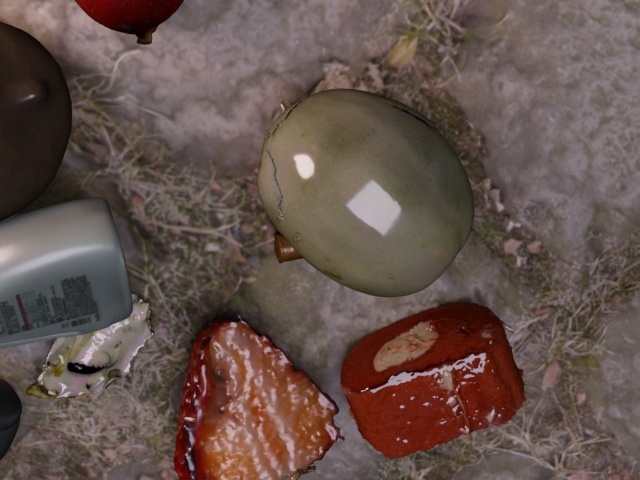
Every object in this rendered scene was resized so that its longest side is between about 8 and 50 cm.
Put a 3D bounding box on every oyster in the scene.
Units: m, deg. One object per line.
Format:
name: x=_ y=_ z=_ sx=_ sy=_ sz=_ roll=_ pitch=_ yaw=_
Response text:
oyster: x=-0.342 y=0.167 z=1.757 sx=0.133 sy=0.072 sz=0.209 roll=28 pitch=82 yaw=-9

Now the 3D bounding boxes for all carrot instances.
carrot: x=0.000 y=0.000 z=1.762 sx=0.139 sy=0.048 sz=0.048 roll=-11 pitch=109 yaw=-7

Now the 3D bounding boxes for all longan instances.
longan: x=-0.475 y=-0.156 z=1.524 sx=0.297 sy=0.297 sz=0.297 roll=-3 pitch=108 yaw=-8

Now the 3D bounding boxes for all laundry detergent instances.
laundry detergent: x=-0.465 y=0.083 z=1.584 sx=0.398 sy=0.124 sz=0.264 roll=-16 pitch=152 yaw=-13

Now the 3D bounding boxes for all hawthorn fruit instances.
hawthorn fruit: x=-0.261 y=-0.355 z=1.553 sx=0.169 sy=0.169 sz=0.188 roll=-6 pitch=120 yaw=-7

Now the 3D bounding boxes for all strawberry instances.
strawberry: x=-0.139 y=0.276 z=1.782 sx=0.253 sy=0.150 sz=0.280 roll=-47 pitch=107 yaw=-14

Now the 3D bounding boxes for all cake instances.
cake: x=0.173 y=0.211 z=1.790 sx=0.283 sy=0.177 sz=0.150 roll=-22 pitch=110 yaw=4

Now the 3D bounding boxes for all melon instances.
melon: x=0.060 y=-0.076 z=1.630 sx=0.330 sy=0.268 sz=0.268 roll=41 pitch=98 yaw=-1

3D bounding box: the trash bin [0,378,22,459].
trash bin: x=-0.560 y=0.245 z=1.688 sx=0.236 sy=0.176 sz=0.101 roll=23 pitch=103 yaw=-12
